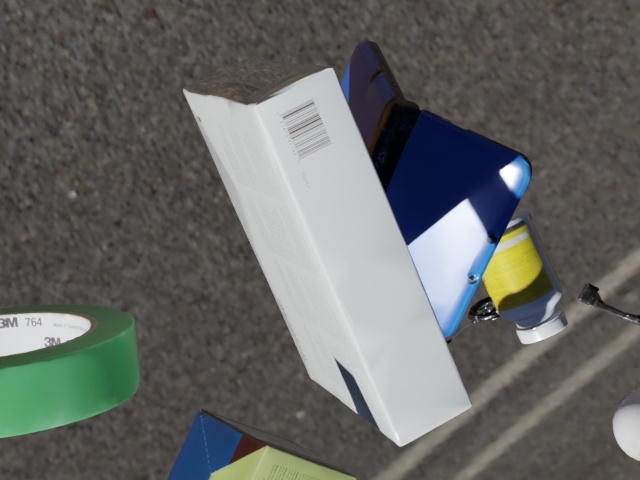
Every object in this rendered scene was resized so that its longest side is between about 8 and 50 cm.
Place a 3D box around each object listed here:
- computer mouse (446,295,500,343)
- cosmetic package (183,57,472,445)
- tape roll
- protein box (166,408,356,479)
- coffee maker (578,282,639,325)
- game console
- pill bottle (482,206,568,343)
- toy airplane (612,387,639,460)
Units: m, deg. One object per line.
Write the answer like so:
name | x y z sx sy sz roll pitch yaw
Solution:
computer mouse | 0.194 0.140 2.129 0.242 0.071 0.041 -35 120 4
cosmetic package | 0.000 0.000 1.470 0.097 0.284 0.377 -28 107 -15
tape roll | -0.363 0.141 1.555 0.321 0.321 0.077 -9 101 -29
protein box | -0.094 0.355 1.846 0.201 0.136 0.200 29 85 -48
coffee maker | 0.290 -0.004 0.900 0.171 0.120 0.178 17 100 -33
game console | 0.106 -0.065 1.786 0.173 0.250 0.293 8 126 -22
pill bottle | 0.288 0.052 2.031 0.103 0.184 0.103 -24 -174 3
toy airplane | 0.423 0.262 1.499 0.386 0.272 0.384 -55 155 -6
